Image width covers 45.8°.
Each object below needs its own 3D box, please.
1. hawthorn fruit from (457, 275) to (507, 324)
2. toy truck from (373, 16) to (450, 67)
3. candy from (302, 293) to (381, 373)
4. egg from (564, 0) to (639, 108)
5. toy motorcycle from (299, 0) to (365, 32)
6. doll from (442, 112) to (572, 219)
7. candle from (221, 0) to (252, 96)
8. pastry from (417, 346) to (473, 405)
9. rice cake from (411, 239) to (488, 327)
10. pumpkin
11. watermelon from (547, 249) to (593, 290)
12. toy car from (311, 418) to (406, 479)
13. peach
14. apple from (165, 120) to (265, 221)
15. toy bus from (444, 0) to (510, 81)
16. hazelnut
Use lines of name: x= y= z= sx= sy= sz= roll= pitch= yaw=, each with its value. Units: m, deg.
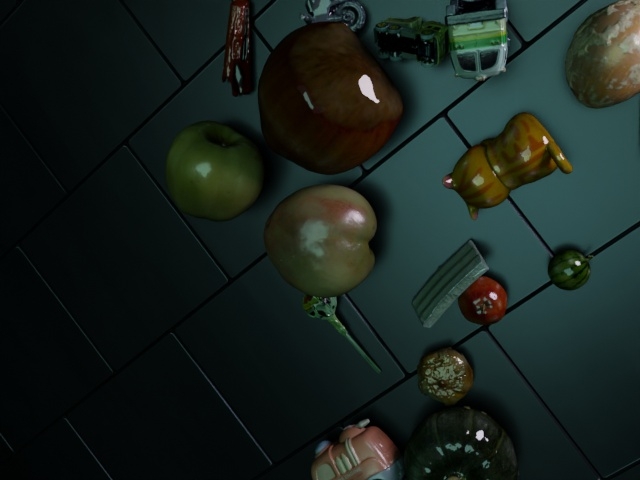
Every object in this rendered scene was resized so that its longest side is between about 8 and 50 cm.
hawthorn fruit: x=0.410 y=0.150 z=1.891 sx=0.125 sy=0.140 sz=0.125 roll=2 pitch=72 yaw=-7
toy truck: x=0.225 y=-0.487 z=1.819 sx=0.191 sy=0.116 sz=0.085 roll=21 pitch=138 yaw=34
candy: x=0.068 y=0.242 z=2.046 sx=0.091 sy=0.083 sz=0.305 roll=-42 pitch=96 yaw=3
egg: x=0.648 y=-0.407 z=1.667 sx=0.203 sy=0.203 sz=0.245 roll=32 pitch=109 yaw=8
toy motorcycle: x=-0.008 y=-0.614 z=1.873 sx=0.159 sy=0.106 sz=0.270 roll=-31 pitch=95 yaw=14
doll: x=0.441 y=-0.181 z=1.799 sx=0.269 sy=0.162 sz=0.167 roll=-32 pitch=105 yaw=30
candle: x=-0.211 y=-0.526 z=1.973 sx=0.084 sy=0.059 sz=0.302 roll=6 pitch=105 yaw=3
pastry: x=0.324 y=0.353 z=1.977 sx=0.153 sy=0.081 sz=0.153 roll=0 pitch=92 yaw=12
rice cake: x=0.321 y=0.111 z=1.914 sx=0.043 sy=0.127 sz=0.237 roll=34 pitch=109 yaw=-21
pumpkin: x=0.357 y=0.578 z=1.944 sx=0.300 sy=0.207 sz=0.300 roll=3 pitch=101 yaw=16
watermelon: x=0.605 y=0.069 z=1.831 sx=0.109 sy=0.109 sz=0.109 roll=3 pitch=102 yaw=16
toy car: x=0.090 y=0.619 z=2.056 sx=0.270 sy=0.180 sz=0.212 roll=-37 pitch=79 yaw=19
peach: x=0.000 y=-0.001 z=1.913 sx=0.292 sy=0.247 sz=0.292 roll=-1 pitch=113 yaw=-3
apple: x=-0.277 y=-0.176 z=1.964 sx=0.262 sy=0.262 sz=0.262 roll=3 pitch=102 yaw=16
toy bus: x=0.357 y=-0.463 z=1.707 sx=0.133 sy=0.276 sz=0.165 roll=-3 pitch=111 yaw=16
hazelnut: x=0.005 y=-0.335 z=1.823 sx=0.365 sy=0.366 sz=0.366 roll=3 pitch=102 yaw=16
